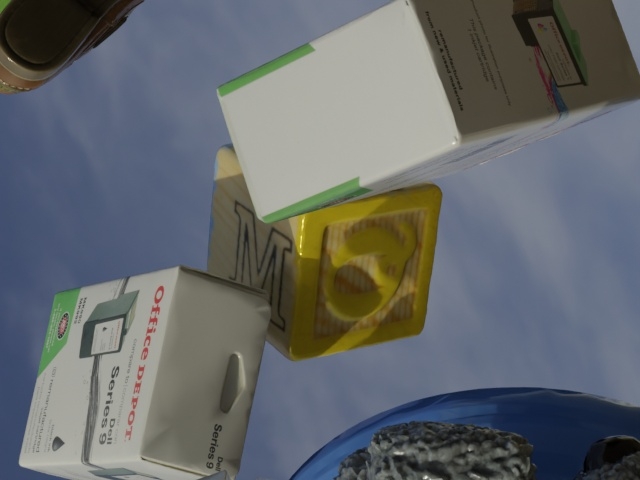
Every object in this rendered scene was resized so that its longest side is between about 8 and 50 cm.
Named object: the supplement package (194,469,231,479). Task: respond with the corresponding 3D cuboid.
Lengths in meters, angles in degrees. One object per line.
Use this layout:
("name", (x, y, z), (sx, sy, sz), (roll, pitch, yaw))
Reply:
("supplement package", (-0.106, 0.359, 1.509), (0.139, 0.134, 0.244), (-89, -21, -69))

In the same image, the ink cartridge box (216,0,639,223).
("ink cartridge box", (0.092, -0.115, 1.301), (0.278, 0.201, 0.117), (-16, -94, -50))

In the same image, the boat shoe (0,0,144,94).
("boat shoe", (-0.238, -0.268, 1.723), (0.111, 0.104, 0.307), (48, -118, -5))

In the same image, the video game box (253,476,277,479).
("video game box", (-0.084, 0.375, 1.741), (0.205, 0.048, 0.187), (-42, -42, -64))

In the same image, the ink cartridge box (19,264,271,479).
("ink cartridge box", (-0.193, 0.151, 1.796), (0.121, 0.289, 0.211), (20, -109, -31))

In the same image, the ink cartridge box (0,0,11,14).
("ink cartridge box", (-0.422, -0.307, 1.783), (0.209, 0.062, 0.109), (31, -164, -21))

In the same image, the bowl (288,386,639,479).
("bowl", (0.141, 0.269, 1.103), (0.391, 0.391, 0.077), (51, -150, -24))

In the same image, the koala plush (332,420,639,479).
("koala plush", (0.138, 0.181, 0.849), (0.196, 0.221, 0.203), (122, 136, -76))

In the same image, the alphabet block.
("alphabet block", (0.000, 0.000, 1.904), (0.192, 0.197, 0.193), (-11, -61, -30))
